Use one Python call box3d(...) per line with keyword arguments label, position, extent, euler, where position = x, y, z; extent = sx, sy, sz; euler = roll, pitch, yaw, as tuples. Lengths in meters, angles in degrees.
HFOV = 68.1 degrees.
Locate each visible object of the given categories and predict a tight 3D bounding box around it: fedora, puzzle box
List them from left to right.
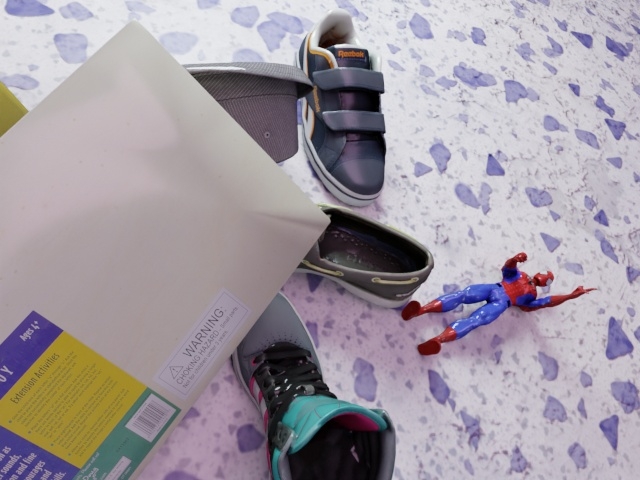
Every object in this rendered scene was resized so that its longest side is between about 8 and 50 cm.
box3d(label="puzzle box", position=(-0.202, 0.045, 0.422), extent=(0.272, 0.052, 0.409), euler=(46, 71, -24))
box3d(label="fedora", position=(-0.135, -0.138, 0.602), extent=(0.275, 0.243, 0.125), euler=(-14, 99, -33))

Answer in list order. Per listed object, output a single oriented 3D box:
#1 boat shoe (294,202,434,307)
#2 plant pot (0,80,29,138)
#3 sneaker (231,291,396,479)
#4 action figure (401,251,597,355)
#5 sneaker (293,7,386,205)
box3d(label="boat shoe", position=(0.001, -0.004, 0.627), extent=(0.304, 0.091, 0.109), euler=(21, 57, -6))
box3d(label="plant pot", position=(-0.400, -0.076, 0.448), extent=(0.212, 0.187, 0.212), euler=(17, 59, -15))
box3d(label="sneaker", position=(-0.017, 0.167, 0.486), extent=(0.123, 0.178, 0.296), euler=(-8, 68, -26))
box3d(label="action figure", position=(0.270, 0.076, 0.685), extent=(0.280, 0.139, 0.092), euler=(-14, 71, -31))
box3d(label="sneaker", position=(0.036, -0.218, 0.743), extent=(0.126, 0.127, 0.321), euler=(-7, 68, -27))
